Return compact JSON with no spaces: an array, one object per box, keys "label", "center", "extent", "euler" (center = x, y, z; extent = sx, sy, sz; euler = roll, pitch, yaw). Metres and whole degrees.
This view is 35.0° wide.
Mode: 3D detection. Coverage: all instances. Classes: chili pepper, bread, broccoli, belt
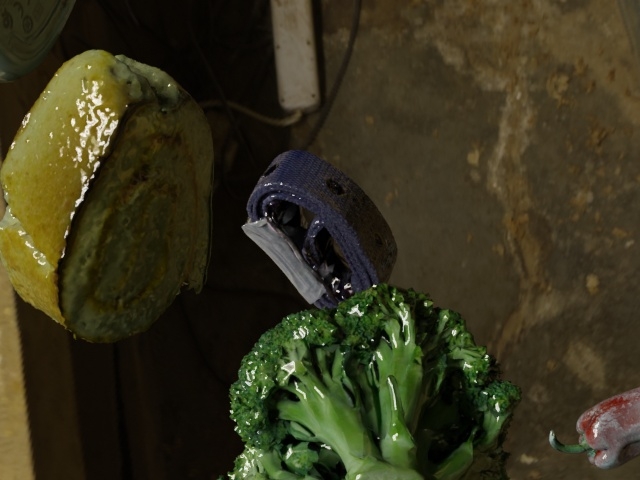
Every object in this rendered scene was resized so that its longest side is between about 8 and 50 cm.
[{"label":"chili pepper","center":[0.221,0.113,0.653],"extent":[0.153,0.050,0.041],"euler":[-19,60,-1]},{"label":"bread","center":[-0.187,-0.042,0.924],"extent":[0.124,0.186,0.257],"euler":[23,107,34]},{"label":"broccoli","center":[0.045,0.172,0.865],"extent":[0.269,0.241,0.261],"euler":[33,98,-9]},{"label":"belt","center":[0.000,0.000,1.334],"extent":[0.139,0.126,0.230],"euler":[-29,111,31]}]

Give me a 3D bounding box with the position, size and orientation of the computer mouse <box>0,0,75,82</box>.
[{"label":"computer mouse","center":[-0.261,-0.236,0.674],"extent":[0.097,0.288,0.160],"euler":[7,62,17]}]
